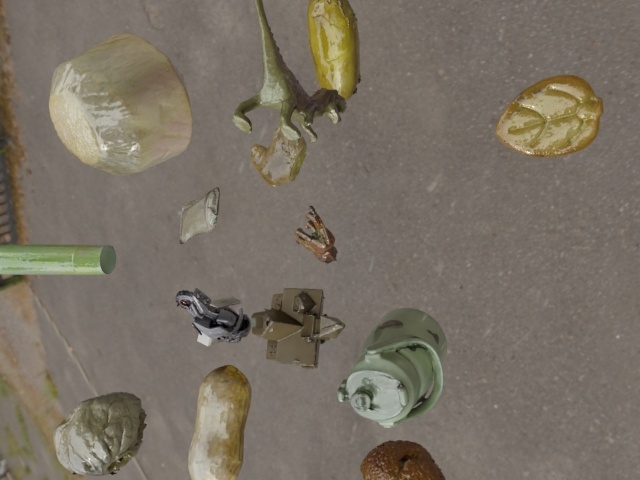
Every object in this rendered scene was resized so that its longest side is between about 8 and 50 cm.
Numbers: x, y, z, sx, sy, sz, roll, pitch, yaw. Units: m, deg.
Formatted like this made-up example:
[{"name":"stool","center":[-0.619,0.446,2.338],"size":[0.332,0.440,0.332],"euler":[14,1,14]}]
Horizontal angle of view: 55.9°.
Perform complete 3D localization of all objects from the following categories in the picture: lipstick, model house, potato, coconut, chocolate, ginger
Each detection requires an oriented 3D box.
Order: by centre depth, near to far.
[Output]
[{"name":"coconut","center":[-0.428,-0.310,1.355],"size":[0.328,0.328,0.329],"euler":[27,129,38]},{"name":"model house","center":[-0.035,0.197,1.387],"size":[0.248,0.176,0.181],"euler":[-18,63,54]},{"name":"chocolate","center":[-0.235,0.444,1.409],"size":[0.134,0.134,0.310],"euler":[5,86,48]},{"name":"lipstick","center":[-0.638,0.046,1.427],"size":[0.303,0.076,0.076],"euler":[1,116,13]},{"name":"potato","center":[0.039,-0.531,1.638],"size":[0.173,0.140,0.301],"euler":[-94,-6,-68]},{"name":"ginger","center":[-0.164,-0.326,2.304],"size":[0.221,0.130,0.276],"euler":[27,123,20]}]

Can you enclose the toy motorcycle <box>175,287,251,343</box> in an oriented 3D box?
[{"name":"toy motorcycle","center":[-0.253,0.188,1.469],"size":[0.122,0.080,0.215],"euler":[-17,131,33]}]

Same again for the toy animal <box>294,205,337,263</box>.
[{"name":"toy animal","center":[0.000,0.000,1.991],"size":[0.157,0.097,0.312],"euler":[36,169,5]}]

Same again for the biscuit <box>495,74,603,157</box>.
[{"name":"biscuit","center":[0.569,-0.300,1.506],"size":[0.259,0.041,0.203],"euler":[-13,107,15]}]

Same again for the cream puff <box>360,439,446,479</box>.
[{"name":"cream puff","center":[0.285,0.766,1.938],"size":[0.303,0.212,0.303],"euler":[39,176,3]}]

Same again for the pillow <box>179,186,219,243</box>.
[{"name":"pillow","center":[-0.346,-0.066,1.709],"size":[0.232,0.038,0.131],"euler":[-21,64,49]}]

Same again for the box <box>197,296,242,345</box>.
[{"name":"box","center":[-0.311,0.250,1.878],"size":[0.051,0.130,0.130],"euler":[19,102,26]}]

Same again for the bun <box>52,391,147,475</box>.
[{"name":"bun","center":[-0.638,0.580,1.771],"size":[0.205,0.281,0.282],"euler":[64,145,27]}]

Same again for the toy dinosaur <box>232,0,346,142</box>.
[{"name":"toy dinosaur","center":[-0.062,-0.246,0.918],"size":[0.251,0.200,0.072],"euler":[40,144,-20]}]

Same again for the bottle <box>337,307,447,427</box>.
[{"name":"bottle","center":[0.187,0.311,1.470],"size":[0.228,0.351,0.229],"euler":[5,103,21]}]
